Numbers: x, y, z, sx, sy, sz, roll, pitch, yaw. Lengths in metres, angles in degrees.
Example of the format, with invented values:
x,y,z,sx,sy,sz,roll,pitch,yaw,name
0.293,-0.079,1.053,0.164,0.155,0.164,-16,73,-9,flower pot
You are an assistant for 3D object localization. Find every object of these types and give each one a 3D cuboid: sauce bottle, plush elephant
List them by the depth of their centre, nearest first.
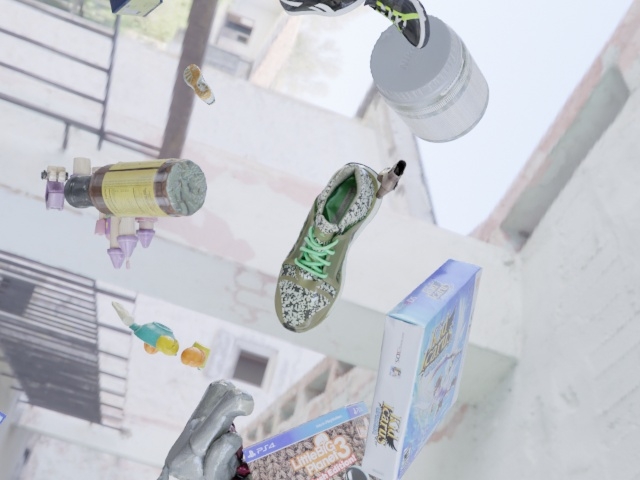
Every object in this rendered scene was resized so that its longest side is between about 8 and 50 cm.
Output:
x,y,z,sx,sy,sz,roll,pitch,yaw,name
-0.370,-0.100,1.442,0.344,0.111,0.112,3,-111,39,sauce bottle
-0.189,0.495,1.592,0.330,0.255,0.272,-56,-168,-21,plush elephant

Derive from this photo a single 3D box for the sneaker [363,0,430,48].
x,y,z,sx,sy,sz,roll,pitch,yaw,name
0.134,-0.478,1.507,0.235,0.097,0.084,62,-15,15,sneaker

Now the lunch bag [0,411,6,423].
x,y,z,sx,sy,sz,roll,pitch,yaw,name
-0.661,0.331,1.329,0.129,0.151,0.096,-57,164,-27,lunch bag

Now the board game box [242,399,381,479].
x,y,z,sx,sy,sz,roll,pitch,yaw,name
0.022,0.492,1.434,0.291,0.232,0.141,67,13,14,board game box

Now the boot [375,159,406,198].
x,y,z,sx,sy,sz,roll,pitch,yaw,name
0.154,-0.140,1.568,0.087,0.042,0.119,-53,-168,45,boot

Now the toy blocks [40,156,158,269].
x,y,z,sx,sy,sz,roll,pitch,yaw,name
-0.532,-0.052,1.880,0.288,0.308,0.260,-8,-100,61,toy blocks

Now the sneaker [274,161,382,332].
x,y,z,sx,sy,sz,roll,pitch,yaw,name
0.000,0.000,1.604,0.182,0.157,0.411,44,68,-75,sneaker

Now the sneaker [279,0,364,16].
x,y,z,sx,sy,sz,roll,pitch,yaw,name
-0.013,-0.559,1.638,0.121,0.216,0.079,43,55,-54,sneaker

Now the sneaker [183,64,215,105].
x,y,z,sx,sy,sz,roll,pitch,yaw,name
-0.203,-0.258,1.245,0.083,0.031,0.037,61,4,28,sneaker

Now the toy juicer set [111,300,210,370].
x,y,z,sx,sy,sz,roll,pitch,yaw,name
-0.468,0.285,2.092,0.090,0.328,0.209,-61,-173,-3,toy juicer set

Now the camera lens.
x,y,z,sx,sy,sz,roll,pitch,yaw,name
0.259,-0.369,1.732,0.274,0.219,0.220,32,73,-57,camera lens

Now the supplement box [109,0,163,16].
x,y,z,sx,sy,sz,roll,pitch,yaw,name
-0.403,-0.532,1.614,0.083,0.083,0.056,-15,-94,46,supplement box

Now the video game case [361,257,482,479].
x,y,z,sx,sy,sz,roll,pitch,yaw,name
0.155,0.181,1.092,0.269,0.061,0.245,-30,130,-58,video game case
